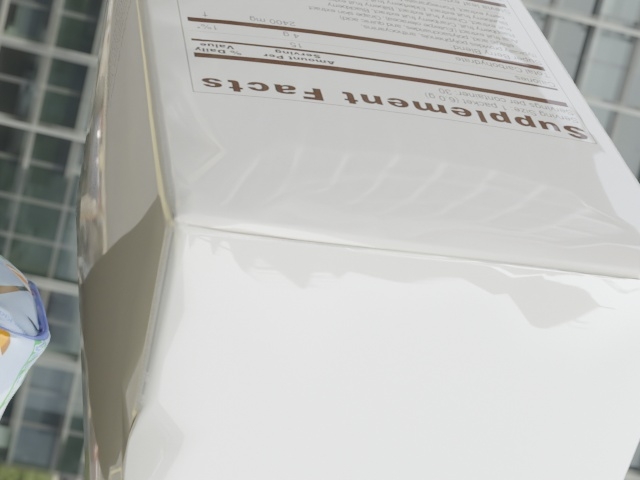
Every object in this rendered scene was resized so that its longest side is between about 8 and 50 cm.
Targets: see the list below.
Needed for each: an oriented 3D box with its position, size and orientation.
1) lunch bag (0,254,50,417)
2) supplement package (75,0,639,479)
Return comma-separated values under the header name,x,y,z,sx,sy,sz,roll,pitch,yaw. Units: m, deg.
name,x,y,z,sx,sy,sz,roll,pitch,yaw
lunch bag,-0.295,0.002,0.814,0.115,0.303,0.243,-57,-164,2
supplement package,0.000,0.000,0.612,0.293,0.175,0.177,-105,-155,-56
